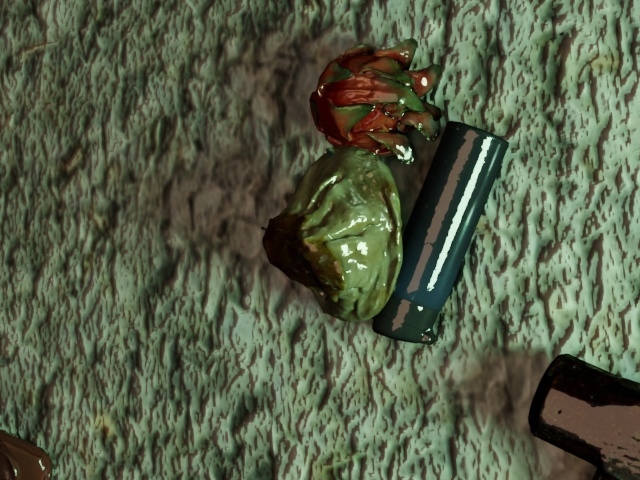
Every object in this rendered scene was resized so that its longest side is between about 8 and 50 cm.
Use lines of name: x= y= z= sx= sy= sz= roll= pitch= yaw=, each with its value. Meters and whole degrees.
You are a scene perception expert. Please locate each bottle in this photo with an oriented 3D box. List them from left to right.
bottle: x=0.124 y=-0.006 z=1.228 sx=0.082 sy=0.072 sz=0.244 roll=21 pitch=91 yaw=15

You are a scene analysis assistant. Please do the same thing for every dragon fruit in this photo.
dragon fruit: x=0.058 y=-0.150 z=1.255 sx=0.142 sy=0.121 sz=0.130 roll=-18 pitch=112 yaw=36

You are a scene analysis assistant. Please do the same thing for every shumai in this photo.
shumai: x=0.000 y=0.000 z=1.210 sx=0.201 sy=0.120 sz=0.201 roll=15 pitch=108 yaw=59

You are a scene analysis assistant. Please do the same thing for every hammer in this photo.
hammer: x=0.265 y=0.334 z=1.121 sx=0.242 sy=0.095 sz=0.408 roll=26 pitch=95 yaw=23

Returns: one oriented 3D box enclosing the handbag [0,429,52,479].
handbag: x=-0.488 y=0.345 z=1.432 sx=0.276 sy=0.084 sz=0.260 roll=18 pitch=93 yaw=24
